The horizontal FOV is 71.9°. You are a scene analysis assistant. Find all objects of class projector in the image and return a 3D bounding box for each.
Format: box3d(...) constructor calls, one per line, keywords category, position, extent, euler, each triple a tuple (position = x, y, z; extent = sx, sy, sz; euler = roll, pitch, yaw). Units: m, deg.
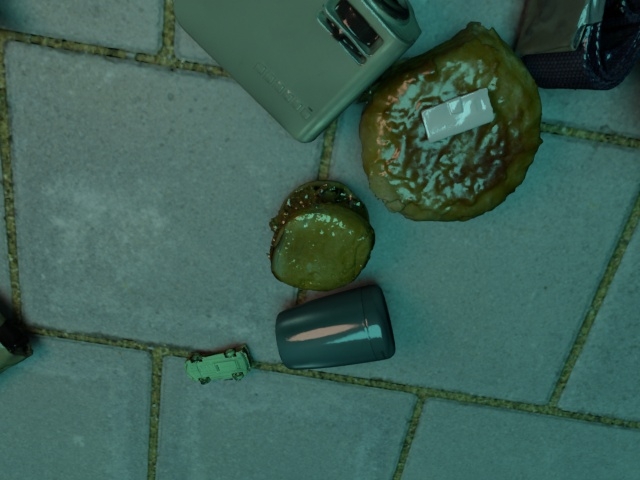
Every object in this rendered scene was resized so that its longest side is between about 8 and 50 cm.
box3d(category="projector", position=(-0.031, -0.275, 0.536), extent=(0.250, 0.108, 0.198), euler=(43, 137, -11))

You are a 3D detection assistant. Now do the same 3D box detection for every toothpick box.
box3d(category="toothpick box", position=(0.022, 0.148, 0.721), extent=(0.184, 0.120, 0.120), euler=(-14, 109, 10))

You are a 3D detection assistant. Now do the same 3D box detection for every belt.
box3d(category="belt", position=(0.330, -0.308, 0.546), extent=(0.140, 0.126, 0.230), euler=(-2, 111, -23))

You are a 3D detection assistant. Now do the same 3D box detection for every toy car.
box3d(category="toy car", position=(-0.186, 0.225, 0.798), extent=(0.122, 0.035, 0.059), euler=(-11, 109, 15))

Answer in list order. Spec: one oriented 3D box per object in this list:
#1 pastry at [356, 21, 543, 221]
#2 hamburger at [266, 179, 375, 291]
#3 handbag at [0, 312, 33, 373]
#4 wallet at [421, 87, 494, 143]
box3d(category="pastry", position=(0.175, -0.146, 0.612), extent=(0.257, 0.120, 0.235), euler=(-27, 111, 9))
box3d(category="hamburger", position=(0.000, 0.000, 0.668), extent=(0.159, 0.131, 0.184), euler=(17, 116, -14))
box3d(category="handbag", position=(-0.680, 0.138, 0.744), extent=(0.253, 0.109, 0.315), euler=(-31, 106, 7))
box3d(category="wallet", position=(0.166, -0.152, 0.537), extent=(0.083, 0.011, 0.044), euler=(-20, 112, 5))
